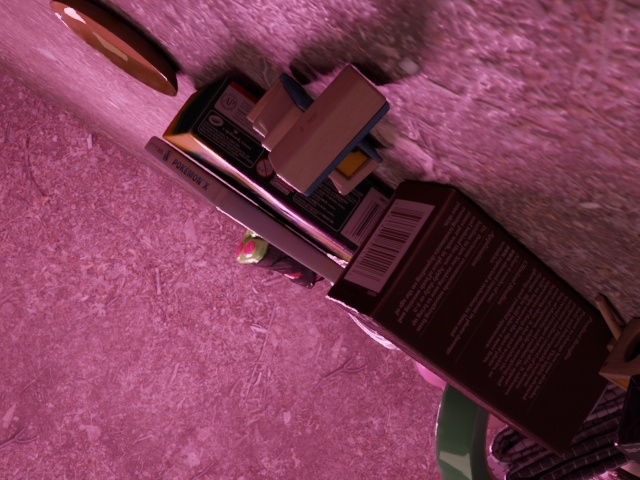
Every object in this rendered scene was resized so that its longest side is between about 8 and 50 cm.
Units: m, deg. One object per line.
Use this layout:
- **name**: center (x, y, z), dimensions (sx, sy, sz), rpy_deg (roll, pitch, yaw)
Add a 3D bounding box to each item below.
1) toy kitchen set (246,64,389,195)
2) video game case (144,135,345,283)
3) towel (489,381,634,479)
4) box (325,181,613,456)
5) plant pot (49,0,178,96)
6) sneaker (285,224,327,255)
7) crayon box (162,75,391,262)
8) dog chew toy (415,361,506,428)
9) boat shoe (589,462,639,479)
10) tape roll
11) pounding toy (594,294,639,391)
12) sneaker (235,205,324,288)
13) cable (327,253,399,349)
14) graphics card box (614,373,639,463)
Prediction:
- **toy kitchen set**: center (0.031, -0.109, 0.844), dimensions (0.166, 0.122, 0.207), rpy_deg (37, -167, -29)
- **video game case**: center (-0.117, -0.045, 1.333), dimensions (0.329, 0.036, 0.300), rpy_deg (34, 180, -41)
- **towel**: center (0.414, 0.317, 1.222), dimensions (0.121, 0.284, 0.235), rpy_deg (68, -173, 25)
- **box**: center (0.217, 0.105, 1.034), dimensions (0.381, 0.191, 0.143), rpy_deg (37, 173, -23)
- **plant pot**: center (-0.320, -0.313, 1.241), dimensions (0.236, 0.032, 0.236), rpy_deg (33, 173, 5)
- **sneaker**: center (0.000, 0.000, 1.725), dimensions (0.240, 0.091, 0.126), rpy_deg (36, 174, -28)
- **crayon box**: center (-0.053, -0.096, 1.207), dimensions (0.363, 0.106, 0.313), rpy_deg (36, 176, -18)
- **dog chew toy**: center (0.299, 0.246, 1.670), dimensions (0.332, 0.206, 0.206), rpy_deg (41, 174, 4)
- **boat shoe**: center (0.514, 0.427, 1.437), dimensions (0.116, 0.096, 0.324), rpy_deg (23, 175, -5)
- **tape roll**: center (0.331, 0.321, 1.433), dimensions (0.077, 0.321, 0.321), rpy_deg (10, 159, 41)
- **pounding toy**: center (0.391, 0.152, 0.940), dimensions (0.181, 0.094, 0.206), rpy_deg (33, 173, 3)
- **sneaker**: center (-0.061, 0.009, 1.851), dimensions (0.202, 0.185, 0.483), rpy_deg (24, -179, 9)
- **cable**: center (0.113, 0.099, 1.553), dimensions (0.257, 0.089, 0.257), rpy_deg (17, 139, 58)
- **graphics card box**: center (0.499, 0.238, 0.733), dimensions (0.371, 0.094, 0.233), rpy_deg (33, 151, -11)
